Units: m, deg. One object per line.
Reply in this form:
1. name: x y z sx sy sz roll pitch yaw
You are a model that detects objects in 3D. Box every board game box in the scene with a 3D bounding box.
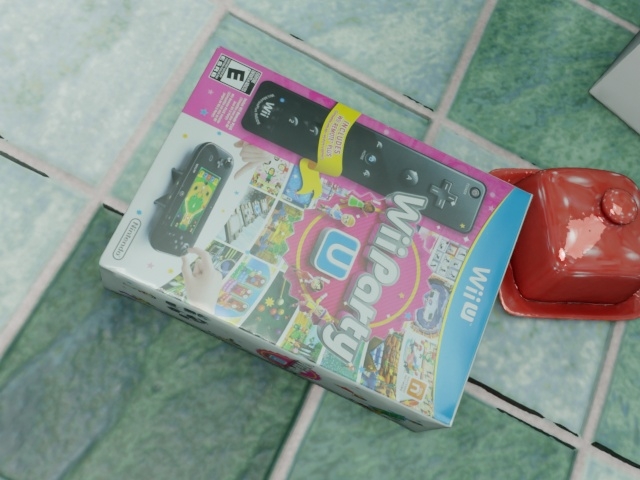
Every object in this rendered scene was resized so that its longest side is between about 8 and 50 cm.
1. board game box: 0.000 0.000 0.689 0.303 0.097 0.224 25 70 -4

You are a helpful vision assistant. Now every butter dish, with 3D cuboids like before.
1. butter dish: 0.254 -0.012 0.756 0.160 0.118 0.159 4 69 -14

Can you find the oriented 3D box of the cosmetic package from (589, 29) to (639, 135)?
1. cosmetic package: 0.464 -0.187 0.873 0.225 0.138 0.224 41 64 5
